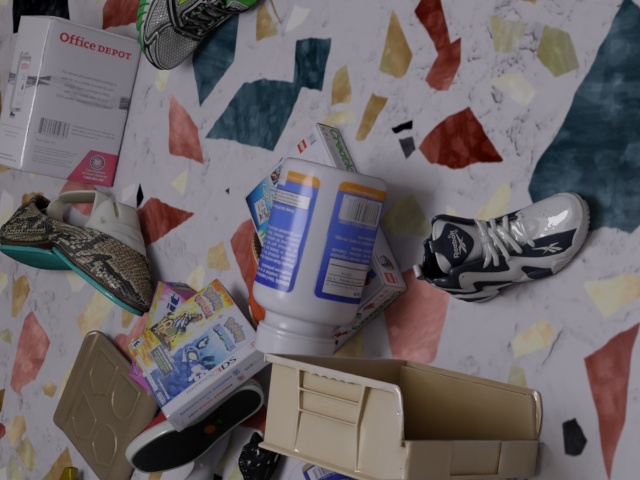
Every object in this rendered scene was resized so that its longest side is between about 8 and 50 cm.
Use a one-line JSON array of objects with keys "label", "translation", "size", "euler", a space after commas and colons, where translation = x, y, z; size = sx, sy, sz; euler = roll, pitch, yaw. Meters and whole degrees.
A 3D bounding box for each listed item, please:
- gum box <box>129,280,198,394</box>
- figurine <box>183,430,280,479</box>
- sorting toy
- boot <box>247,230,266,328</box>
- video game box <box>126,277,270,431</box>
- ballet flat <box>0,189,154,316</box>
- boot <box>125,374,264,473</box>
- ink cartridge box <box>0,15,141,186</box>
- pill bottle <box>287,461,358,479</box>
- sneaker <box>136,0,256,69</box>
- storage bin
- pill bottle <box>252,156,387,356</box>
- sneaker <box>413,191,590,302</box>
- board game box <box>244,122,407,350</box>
[{"label": "gum box", "translation": [-0.250, 0.176, 2.151], "size": [0.107, 0.062, 0.188], "euler": [28, 104, 46]}, {"label": "figurine", "translation": [-0.151, 0.390, 2.002], "size": [0.215, 0.092, 0.209], "euler": [6, 80, 48]}, {"label": "sorting toy", "translation": [-0.400, 0.347, 2.306], "size": [0.229, 0.041, 0.307], "euler": [37, 110, 39]}, {"label": "boot", "translation": [-0.092, 0.064, 2.010], "size": [0.084, 0.059, 0.158], "euler": [-37, 59, 43]}, {"label": "video game box", "translation": [-0.190, 0.175, 1.991], "size": [0.187, 0.048, 0.205], "euler": [-36, 39, -5]}, {"label": "ballet flat", "translation": [-0.431, -0.006, 2.332], "size": [0.483, 0.164, 0.182], "euler": [17, 75, 49]}, {"label": "boot", "translation": [-0.214, 0.251, 2.031], "size": [0.244, 0.088, 0.176], "euler": [-34, 40, 6]}, {"label": "ink cartridge box", "translation": [-0.468, -0.257, 2.359], "size": [0.117, 0.207, 0.283], "euler": [15, 93, 46]}, {"label": "pill bottle", "translation": [0.034, 0.390, 1.755], "size": [0.112, 0.112, 0.187], "euler": [-55, 40, 25]}, {"label": "sneaker", "translation": [-0.191, -0.417, 2.144], "size": [0.343, 0.134, 0.146], "euler": [-50, 51, 28]}, {"label": "storage bin", "translation": [0.103, 0.226, 1.617], "size": [0.260, 0.262, 0.123], "euler": [7, 89, 47]}, {"label": "pill bottle", "translation": [-0.009, 0.031, 1.776], "size": [0.152, 0.152, 0.272], "euler": [17, 94, 47]}, {"label": "sneaker", "translation": [0.216, 0.003, 1.616], "size": [0.235, 0.153, 0.094], "euler": [-27, 65, 41]}, {"label": "board game box", "translation": [0.000, 0.000, 1.922], "size": [0.193, 0.053, 0.305], "euler": [-43, 54, 32]}]
